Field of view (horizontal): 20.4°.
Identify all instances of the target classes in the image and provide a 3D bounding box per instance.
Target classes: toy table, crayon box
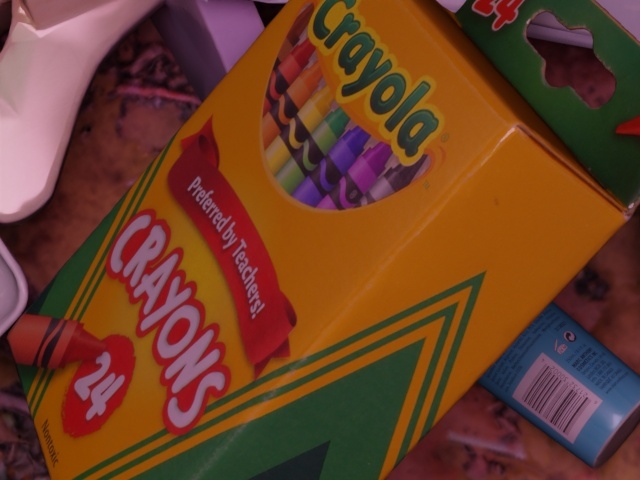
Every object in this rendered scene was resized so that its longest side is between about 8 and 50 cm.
[{"bbox_3d":[-0.149,-0.149,0.928,0.160,0.252,0.274,-27,76,-10],"label":"toy table"},{"bbox_3d":[0.000,0.000,0.789,0.318,0.081,0.202,-49,35,11],"label":"crayon box"}]

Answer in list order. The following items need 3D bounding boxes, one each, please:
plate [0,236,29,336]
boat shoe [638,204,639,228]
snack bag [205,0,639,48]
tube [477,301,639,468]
[{"bbox_3d":[-0.301,0.000,0.979,0.277,0.045,0.278,-42,75,26],"label":"plate"},{"bbox_3d":[0.256,0.046,0.886,0.123,0.123,0.342,-25,70,34],"label":"boat shoe"},{"bbox_3d":[0.077,-0.262,0.920,0.323,0.037,0.343,7,79,-22],"label":"snack bag"},{"bbox_3d":[0.082,0.037,0.949,0.207,0.052,0.080,40,84,18],"label":"tube"}]
